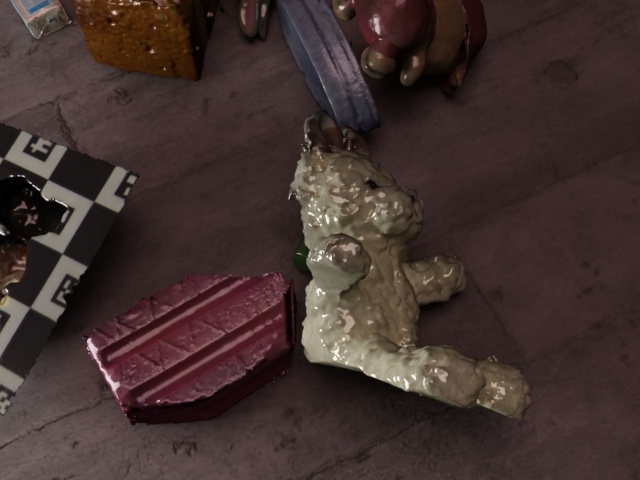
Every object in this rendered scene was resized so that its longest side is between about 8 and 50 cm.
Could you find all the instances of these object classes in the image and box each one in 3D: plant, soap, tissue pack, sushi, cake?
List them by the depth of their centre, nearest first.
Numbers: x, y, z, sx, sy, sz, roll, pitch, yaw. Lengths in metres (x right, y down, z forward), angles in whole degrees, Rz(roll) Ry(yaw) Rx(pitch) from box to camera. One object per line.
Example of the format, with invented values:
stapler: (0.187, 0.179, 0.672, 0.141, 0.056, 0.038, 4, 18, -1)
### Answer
soap: (-0.155, 0.140, 1.305, 0.289, 0.112, 0.182, -32, 69, -13)
sushi: (-0.446, 0.038, 1.376, 0.296, 0.100, 0.373, 21, 77, 20)
plant: (0.000, 0.000, 1.406, 0.051, 0.051, 0.102, 29, 56, 13)
cake: (-0.259, -0.430, 1.531, 0.196, 0.198, 0.293, 9, 64, 7)
tissue pack: (-0.470, -0.393, 1.587, 0.074, 0.058, 0.094, -29, 68, -10)

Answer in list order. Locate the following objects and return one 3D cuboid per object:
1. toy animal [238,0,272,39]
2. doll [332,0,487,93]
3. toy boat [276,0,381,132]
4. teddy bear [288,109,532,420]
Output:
toy animal: (-0.099, -0.461, 1.589, 0.138, 0.108, 0.236, -4, 66, -35)
doll: (0.152, -0.328, 1.477, 0.256, 0.152, 0.196, -4, 94, -43)
toy boat: (0.013, -0.284, 1.493, 0.078, 0.127, 0.283, -22, 69, -8)
teddy bear: (0.110, 0.012, 1.259, 0.375, 0.327, 0.362, 9, 82, 42)
